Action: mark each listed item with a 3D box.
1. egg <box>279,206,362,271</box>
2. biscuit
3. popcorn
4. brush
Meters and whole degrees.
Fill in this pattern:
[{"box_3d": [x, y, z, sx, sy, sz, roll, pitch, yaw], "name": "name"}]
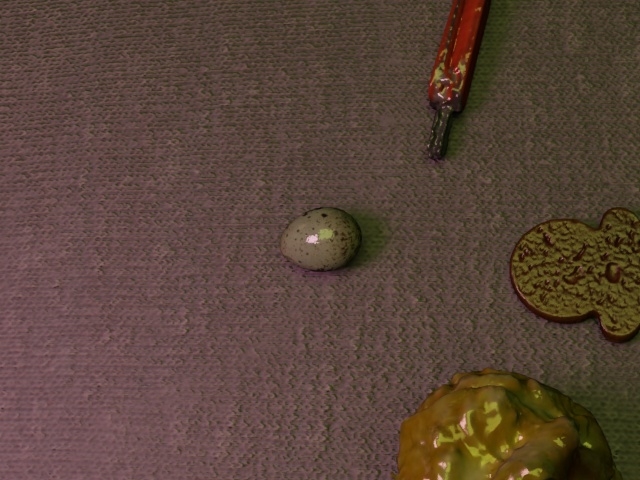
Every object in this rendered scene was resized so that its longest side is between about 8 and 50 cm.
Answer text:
[{"box_3d": [0.000, 0.000, 1.285, 0.110, 0.085, 0.085, -16, 71, 7], "name": "egg"}, {"box_3d": [0.363, 0.041, 1.261, 0.236, 0.039, 0.180, 5, 74, 8], "name": "biscuit"}, {"box_3d": [0.204, 0.275, 1.086, 0.247, 0.282, 0.282, -24, 71, 11], "name": "popcorn"}, {"box_3d": [0.192, -0.263, 1.363, 0.051, 0.070, 0.323, 12, 74, 13], "name": "brush"}]
